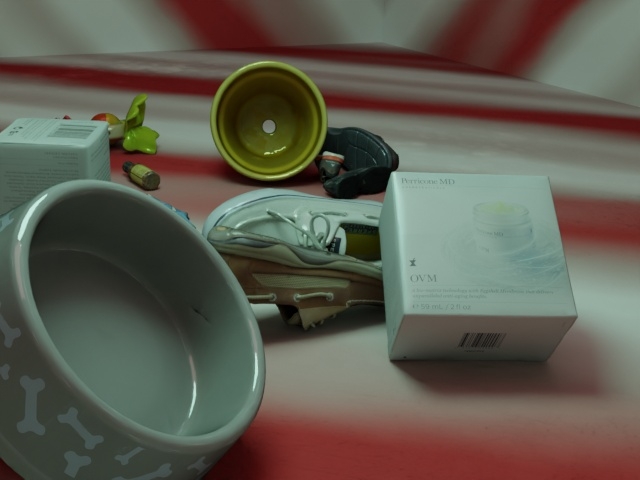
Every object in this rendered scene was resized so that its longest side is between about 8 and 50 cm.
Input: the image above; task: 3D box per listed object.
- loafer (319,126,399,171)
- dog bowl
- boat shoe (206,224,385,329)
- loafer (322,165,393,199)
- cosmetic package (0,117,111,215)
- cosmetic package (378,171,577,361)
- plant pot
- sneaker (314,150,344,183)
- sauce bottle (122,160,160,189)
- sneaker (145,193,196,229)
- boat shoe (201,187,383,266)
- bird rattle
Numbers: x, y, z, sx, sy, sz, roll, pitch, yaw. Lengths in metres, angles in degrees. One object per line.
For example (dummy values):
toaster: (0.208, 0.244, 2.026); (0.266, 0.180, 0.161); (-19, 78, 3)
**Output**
loafer: (0.085, -0.216, 2.037); (0.095, 0.109, 0.302); (-9, 20, -39)
dog bowl: (-0.197, 0.090, 0.878); (0.102, 0.349, 0.349); (-37, 2, 28)
boat shoe: (-0.023, 0.067, 1.260); (0.324, 0.116, 0.123); (14, -1, -25)
loafer: (0.082, -0.130, 1.866); (0.170, 0.062, 0.061); (-12, 20, -37)
cosmetic package: (-0.423, -0.088, 1.395); (0.151, 0.184, 0.151); (3, 21, -1)
cosmetic package: (0.203, 0.034, 1.187); (0.224, 0.138, 0.225); (1, 57, -5)
plant pot: (-0.116, -0.263, 1.964); (0.254, 0.254, 0.239); (1, 5, -4)
sneaker: (0.012, -0.154, 1.922); (0.061, 0.065, 0.158); (13, -4, -3)
sauce bottle: (-0.384, -0.142, 1.859); (0.042, 0.042, 0.128); (-11, 26, -33)
sneaker: (-0.278, -0.035, 1.589); (0.073, 0.063, 0.162); (10, 17, -37)
boat shoe: (0.000, 0.008, 1.413); (0.367, 0.136, 0.156); (2, 21, -29)
bird rattle: (-0.520, -0.254, 2.095); (0.253, 0.143, 0.207); (-17, 13, -13)
